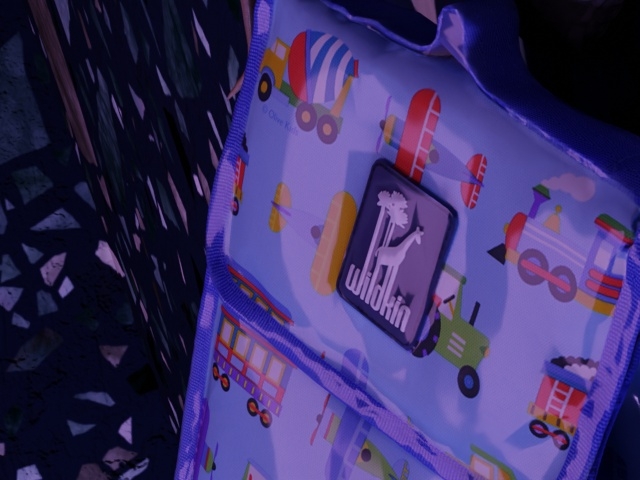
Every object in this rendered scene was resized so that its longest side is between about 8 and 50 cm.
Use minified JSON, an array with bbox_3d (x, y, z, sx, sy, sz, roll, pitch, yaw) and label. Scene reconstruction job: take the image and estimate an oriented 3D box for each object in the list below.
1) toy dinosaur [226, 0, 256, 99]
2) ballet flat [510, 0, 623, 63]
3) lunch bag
[{"bbox_3d":[-0.045,-0.180,1.181,0.112,0.064,0.211,-86,-9,-73],"label":"toy dinosaur"},{"bbox_3d":[0.094,-0.102,0.695,0.057,0.049,0.173,43,173,-1],"label":"ballet flat"},{"bbox_3d":[0.057,0.037,0.764,0.221,0.138,0.293,37,134,40],"label":"lunch bag"}]
